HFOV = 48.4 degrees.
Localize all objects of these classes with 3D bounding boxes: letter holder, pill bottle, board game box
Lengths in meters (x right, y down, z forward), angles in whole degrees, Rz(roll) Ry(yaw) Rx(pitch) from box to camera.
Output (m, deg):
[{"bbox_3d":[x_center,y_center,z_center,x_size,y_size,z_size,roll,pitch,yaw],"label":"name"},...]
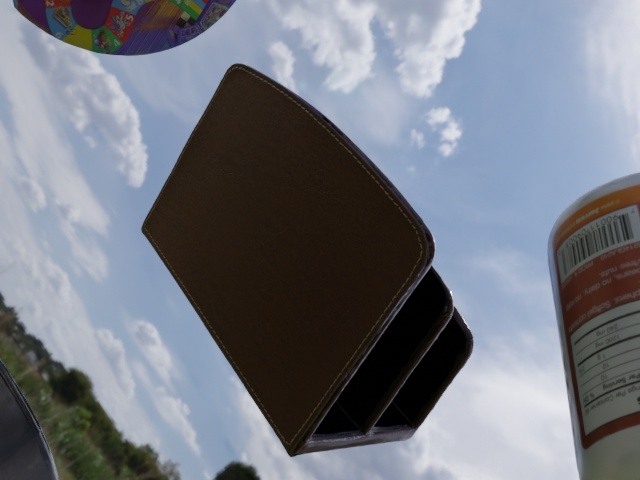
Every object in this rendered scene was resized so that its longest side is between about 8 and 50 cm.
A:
[{"bbox_3d":[0.000,0.000,0.642,0.302,0.152,0.214,47,-65,38],"label":"letter holder"},{"bbox_3d":[0.189,0.078,0.363,0.121,0.216,0.121,4,-37,3],"label":"pill bottle"},{"bbox_3d":[-0.117,-0.187,0.389,0.033,0.133,0.168,-109,-169,-75],"label":"board game box"}]

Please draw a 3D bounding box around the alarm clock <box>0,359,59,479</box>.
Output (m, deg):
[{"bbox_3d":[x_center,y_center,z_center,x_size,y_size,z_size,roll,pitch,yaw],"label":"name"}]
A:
[{"bbox_3d":[-0.187,0.070,0.323,0.129,0.064,0.191,9,-62,42],"label":"alarm clock"}]
